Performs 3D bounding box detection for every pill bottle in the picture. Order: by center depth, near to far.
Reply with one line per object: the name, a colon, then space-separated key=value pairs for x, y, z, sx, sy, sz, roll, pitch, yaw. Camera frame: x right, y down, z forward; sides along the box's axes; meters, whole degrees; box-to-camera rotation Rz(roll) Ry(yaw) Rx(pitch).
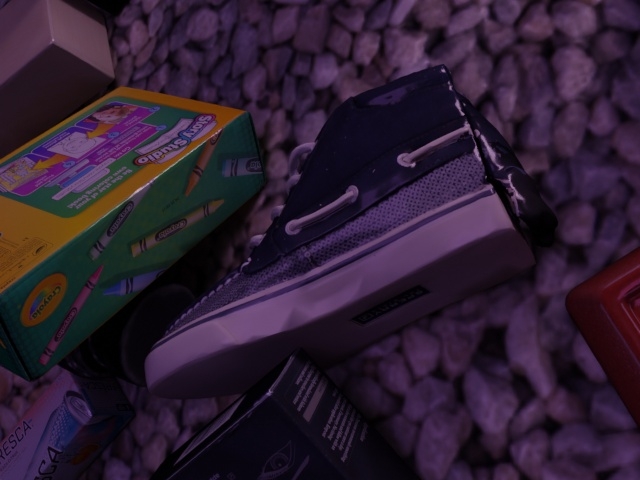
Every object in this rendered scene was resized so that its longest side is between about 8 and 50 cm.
pill bottle: x=-0.223 y=0.056 z=0.731 sx=0.219 sy=0.122 sz=0.123 roll=16 pitch=88 yaw=32

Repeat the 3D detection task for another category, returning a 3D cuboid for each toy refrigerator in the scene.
toy refrigerator: x=-0.355 y=-0.160 z=0.875 sx=0.269 sy=0.094 sz=0.102 roll=-30 pitch=60 yaw=22

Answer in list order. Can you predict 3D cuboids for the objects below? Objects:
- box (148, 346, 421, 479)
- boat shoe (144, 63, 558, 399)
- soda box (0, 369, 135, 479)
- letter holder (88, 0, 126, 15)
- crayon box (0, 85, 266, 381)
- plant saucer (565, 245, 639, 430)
box: x=-0.027 y=0.192 z=0.569 sx=0.156 sy=0.093 sz=0.158 roll=-41 pitch=92 yaw=17
boat shoe: x=0.000 y=0.000 z=0.623 sx=0.340 sy=0.127 sz=0.158 roll=-25 pitch=61 yaw=16
soda box: x=-0.265 y=0.205 z=0.763 sx=0.183 sy=0.058 sz=0.063 roll=-48 pitch=61 yaw=15
letter holder: x=-0.229 y=-0.437 z=0.821 sx=0.302 sy=0.152 sz=0.214 roll=-50 pitch=58 yaw=13
crayon box: x=-0.196 y=-0.025 z=0.659 sx=0.165 sy=0.081 sz=0.278 roll=17 pitch=44 yaw=32
plant saucer: x=0.301 y=0.064 z=0.442 sx=0.258 sy=0.047 sz=0.259 roll=-36 pitch=56 yaw=20
